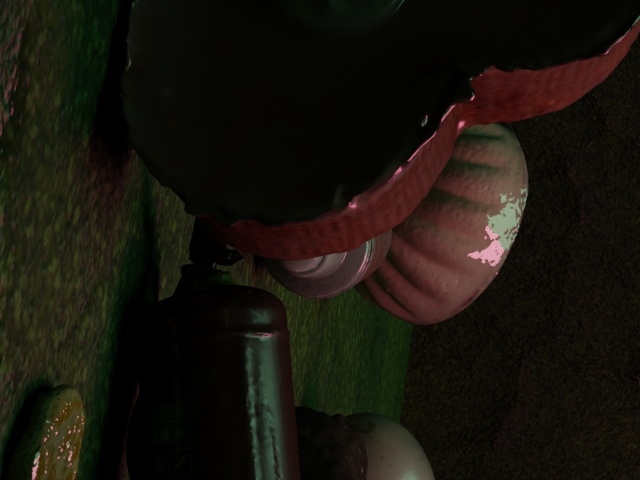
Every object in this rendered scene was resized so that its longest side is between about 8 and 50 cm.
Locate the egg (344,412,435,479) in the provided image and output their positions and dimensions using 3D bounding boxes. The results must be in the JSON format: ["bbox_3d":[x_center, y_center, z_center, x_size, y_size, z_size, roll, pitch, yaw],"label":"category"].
[{"bbox_3d":[0.051,0.303,1.727,0.168,0.168,0.231,-65,159,-64],"label":"egg"}]

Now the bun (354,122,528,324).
[{"bbox_3d":[0.091,-0.049,1.728,0.263,0.175,0.263,-37,-138,42],"label":"bun"}]

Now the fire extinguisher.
[{"bbox_3d":[-0.057,0.141,0.904,0.141,0.105,0.341,155,-69,-65],"label":"fire extinguisher"}]

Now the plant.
[{"bbox_3d":[-0.028,0.240,1.277,0.194,0.129,0.132,-79,170,-45],"label":"plant"}]

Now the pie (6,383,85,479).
[{"bbox_3d":[-0.138,0.111,0.764,0.085,0.017,0.085,10,90,-82],"label":"pie"}]

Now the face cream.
[{"bbox_3d":[0.000,0.000,1.318,0.251,0.101,0.101,-25,123,-80],"label":"face cream"}]

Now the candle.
[{"bbox_3d":[0.014,-0.153,0.856,0.317,0.287,0.131,-37,167,-5],"label":"candle"}]
